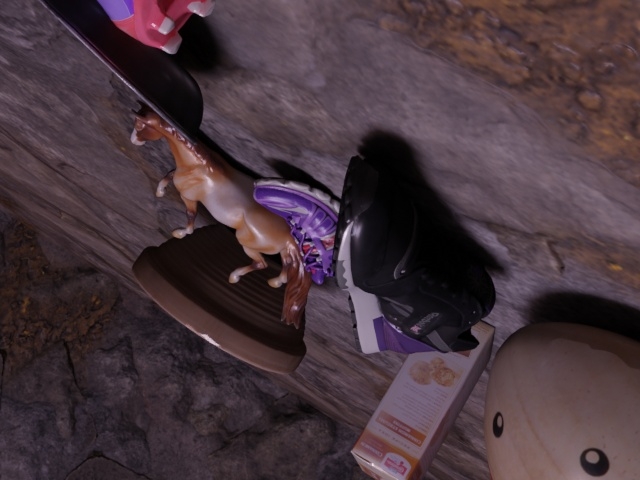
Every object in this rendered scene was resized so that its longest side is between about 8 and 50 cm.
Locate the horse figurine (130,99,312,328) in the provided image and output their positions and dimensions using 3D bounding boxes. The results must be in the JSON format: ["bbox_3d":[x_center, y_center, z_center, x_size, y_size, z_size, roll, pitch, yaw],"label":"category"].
[{"bbox_3d":[-0.095,-0.027,0.988,0.263,0.066,0.174,40,147,5],"label":"horse figurine"}]

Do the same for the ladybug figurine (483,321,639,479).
[{"bbox_3d":[0.296,0.249,0.825,0.449,0.162,0.305,46,159,-29],"label":"ladybug figurine"}]

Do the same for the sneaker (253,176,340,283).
[{"bbox_3d":[0.000,0.000,0.903,0.170,0.071,0.068,39,164,-21],"label":"sneaker"}]

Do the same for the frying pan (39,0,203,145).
[{"bbox_3d":[-0.199,-0.189,0.745,0.326,0.053,0.197,45,-179,30],"label":"frying pan"}]

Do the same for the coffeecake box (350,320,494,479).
[{"bbox_3d":[0.113,0.176,1.008,0.068,0.185,0.142,28,164,17],"label":"coffeecake box"}]

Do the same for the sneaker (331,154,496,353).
[{"bbox_3d":[0.087,0.017,0.786,0.124,0.107,0.283,5,156,13],"label":"sneaker"}]

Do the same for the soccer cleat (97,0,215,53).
[{"bbox_3d":[-0.115,-0.188,0.525,0.095,0.083,0.248,36,168,5],"label":"soccer cleat"}]

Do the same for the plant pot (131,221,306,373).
[{"bbox_3d":[-0.102,0.052,1.140,0.237,0.109,0.237,33,-174,-4],"label":"plant pot"}]
